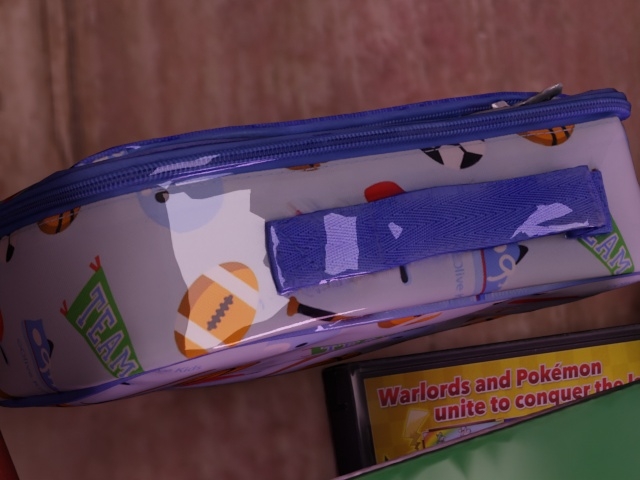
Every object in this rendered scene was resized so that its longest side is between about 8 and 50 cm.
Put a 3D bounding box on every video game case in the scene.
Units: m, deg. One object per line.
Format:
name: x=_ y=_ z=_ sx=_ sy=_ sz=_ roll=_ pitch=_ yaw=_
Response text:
video game case: x=0.144 y=0.176 z=0.954 sx=0.275 sy=0.035 sz=0.248 roll=-5 pitch=83 yaw=-29

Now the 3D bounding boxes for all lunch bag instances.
lunch bag: x=0.000 y=0.000 z=0.787 sx=0.303 sy=0.243 sz=0.114 roll=-11 pitch=86 yaw=-30

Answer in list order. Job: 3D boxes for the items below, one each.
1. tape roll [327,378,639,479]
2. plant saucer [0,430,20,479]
tape roll: x=0.023 y=0.134 z=0.718 sx=0.321 sy=0.321 sz=0.077 roll=-13 pitch=82 yaw=-31
plant saucer: x=-0.224 y=0.189 z=0.738 sx=0.258 sy=0.048 sz=0.259 roll=-21 pitch=90 yaw=-31
